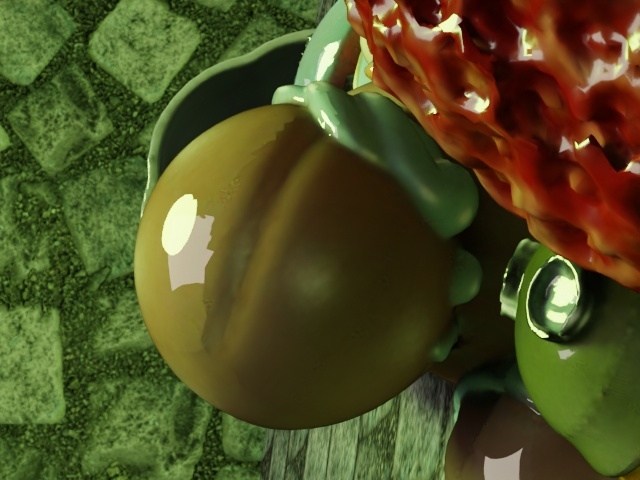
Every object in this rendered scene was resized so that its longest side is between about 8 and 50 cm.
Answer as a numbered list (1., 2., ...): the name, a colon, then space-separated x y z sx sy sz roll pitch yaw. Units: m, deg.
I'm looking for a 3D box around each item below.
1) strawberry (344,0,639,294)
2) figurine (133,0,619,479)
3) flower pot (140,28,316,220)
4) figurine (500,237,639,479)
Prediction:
1. strawberry: 0.113 -0.151 0.529 0.310 0.292 0.292 58 174 -2
2. figurine: 0.067 -0.019 0.809 0.248 0.277 0.388 -57 12 5
3. flower pot: 0.000 0.000 1.386 0.243 0.265 0.265 81 -165 -73
4. figurine: 0.123 0.084 0.571 0.166 0.141 0.250 -120 38 -78
